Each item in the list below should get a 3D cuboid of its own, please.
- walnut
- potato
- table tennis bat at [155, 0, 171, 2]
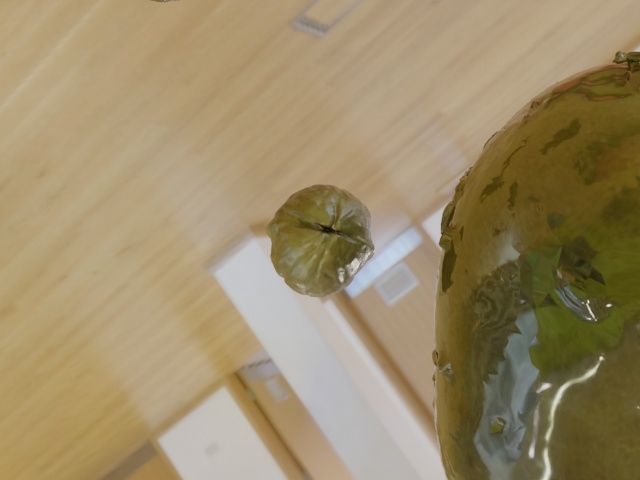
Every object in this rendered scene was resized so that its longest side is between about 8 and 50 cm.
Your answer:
[{"bbox_3d":[0.000,0.000,0.739,0.092,0.092,0.092,-34,168,-9],"label":"walnut"},{"bbox_3d":[0.187,0.058,0.649,0.219,0.269,0.359,-25,144,-57],"label":"potato"},{"bbox_3d":[-0.129,-0.301,0.787,0.138,0.247,0.022,-28,160,15],"label":"table tennis bat"}]
